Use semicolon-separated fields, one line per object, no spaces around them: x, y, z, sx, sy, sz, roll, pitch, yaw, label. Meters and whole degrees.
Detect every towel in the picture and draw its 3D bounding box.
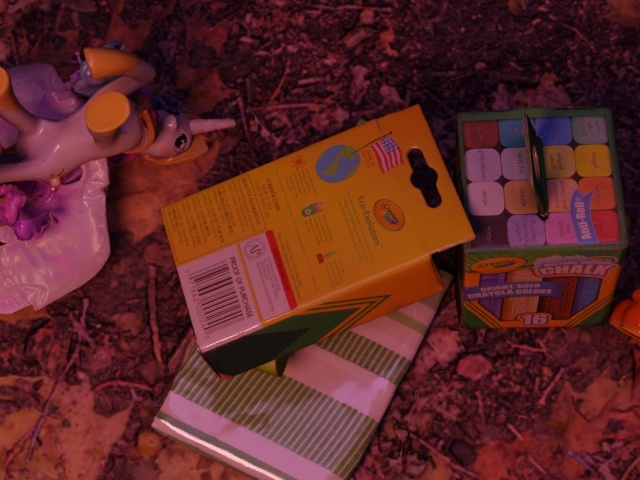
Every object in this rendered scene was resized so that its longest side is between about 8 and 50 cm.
-0.023;0.131;1.891;0.248;0.038;0.325;25;74;8;towel

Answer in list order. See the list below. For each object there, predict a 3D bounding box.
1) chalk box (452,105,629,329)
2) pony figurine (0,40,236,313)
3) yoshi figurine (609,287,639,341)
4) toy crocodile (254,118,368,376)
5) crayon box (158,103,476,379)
0.242;-0.035;1.788;0.179;0.289;0.180;-2;65;1;chalk box
-0.302;-0.103;1.845;0.351;0.363;0.302;-20;80;12;pony figurine
0.487;-0.026;1.877;0.203;0.203;0.362;26;89;50;yoshi figurine
-0.004;0.006;1.856;0.115;0.105;0.340;30;74;8;toy crocodile
0.000;0.000;1.754;0.318;0.081;0.202;-22;56;5;crayon box
